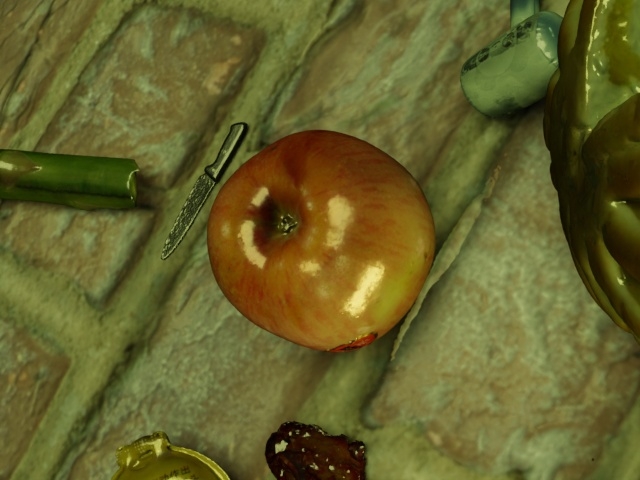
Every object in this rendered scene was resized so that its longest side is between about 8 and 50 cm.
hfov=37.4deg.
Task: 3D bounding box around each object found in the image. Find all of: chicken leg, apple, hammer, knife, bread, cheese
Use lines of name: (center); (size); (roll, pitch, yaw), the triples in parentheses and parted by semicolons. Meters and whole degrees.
chicken leg: (0.026, 0.239, 0.831); (0.093, 0.053, 0.205); (-34, 67, -8)
apple: (0.000, 0.000, 0.851); (0.209, 0.164, 0.209); (-7, 72, 22)
hammer: (0.191, -0.212, 0.896); (0.116, 0.069, 0.193); (-31, 43, 46)
knife: (-0.126, -0.054, 1.002); (0.023, 0.010, 0.170); (28, 86, 26)
bread: (0.259, -0.063, 0.695); (0.160, 0.333, 0.333); (-3, 70, -7)
cheese: (-0.126, 0.300, 0.860); (0.157, 0.064, 0.250); (-25, 76, 13)

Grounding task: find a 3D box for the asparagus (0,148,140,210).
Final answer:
asparagus: (-0.311, -0.071, 1.051); (0.278, 0.067, 0.060); (7, 49, 19)
